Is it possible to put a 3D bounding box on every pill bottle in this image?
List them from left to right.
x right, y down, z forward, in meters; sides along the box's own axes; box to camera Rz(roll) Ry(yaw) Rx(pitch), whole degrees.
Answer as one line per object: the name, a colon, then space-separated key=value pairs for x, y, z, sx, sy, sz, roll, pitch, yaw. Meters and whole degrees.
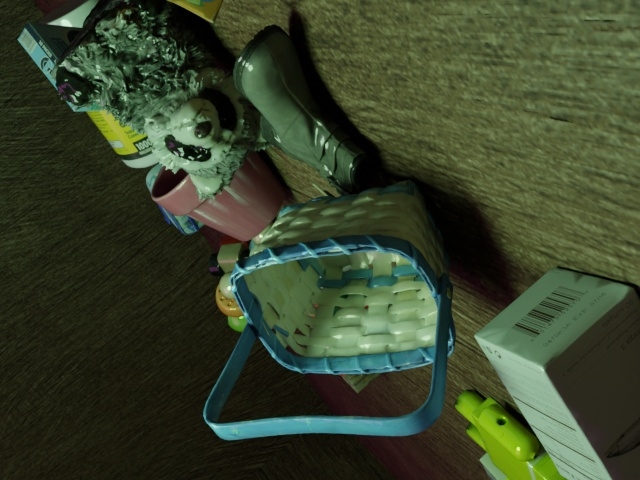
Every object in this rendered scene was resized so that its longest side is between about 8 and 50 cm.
pill bottle: x=-0.407 y=-0.327 z=1.506 sx=0.188 sy=0.188 sz=0.334 roll=34 pitch=160 yaw=55

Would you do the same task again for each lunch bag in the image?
lunch bag: x=-0.315 y=-0.121 z=1.804 sx=0.090 sy=0.176 sz=0.219 roll=45 pitch=166 yaw=30

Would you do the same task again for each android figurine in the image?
android figurine: x=0.315 y=0.344 z=1.129 sx=0.273 sy=0.056 sz=0.248 roll=42 pitch=165 yaw=45

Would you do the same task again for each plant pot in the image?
plant pot: x=-0.170 y=-0.100 z=1.330 sx=0.180 sy=0.201 sz=0.201 roll=40 pitch=174 yaw=-25

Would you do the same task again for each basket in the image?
basket: x=0.027 y=0.082 z=0.795 sx=0.255 sy=0.289 sz=0.201 roll=-7 pitch=126 yaw=29

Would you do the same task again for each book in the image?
book: x=0.360 y=0.466 z=1.377 sx=0.144 sy=0.035 sz=0.096 roll=42 pitch=168 yaw=41

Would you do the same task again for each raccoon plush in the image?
raccoon plush: x=-0.217 y=-0.271 z=1.179 sx=0.299 sy=0.216 sz=0.446 roll=41 pitch=-155 yaw=-27

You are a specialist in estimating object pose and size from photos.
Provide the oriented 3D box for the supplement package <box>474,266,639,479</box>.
supplement package: x=0.237 y=0.130 z=0.645 sx=0.179 sy=0.105 sz=0.105 roll=55 pitch=168 yaw=-18

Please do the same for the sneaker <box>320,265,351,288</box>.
sneaker: x=0.000 y=0.000 z=1.207 sx=0.104 sy=0.095 sz=0.236 roll=56 pitch=171 yaw=15

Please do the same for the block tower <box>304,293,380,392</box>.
block tower: x=0.047 y=0.206 z=1.626 sx=0.091 sy=0.097 sz=0.335 roll=41 pitch=163 yaw=39

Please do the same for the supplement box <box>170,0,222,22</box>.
supplement box: x=-0.196 y=-0.341 z=0.891 sx=0.078 sy=0.080 sz=0.233 roll=14 pitch=-157 yaw=-48

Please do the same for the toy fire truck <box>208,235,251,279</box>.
toy fire truck: x=-0.178 y=0.027 z=1.897 sx=0.159 sy=0.246 sz=0.217 roll=-5 pitch=139 yaw=25

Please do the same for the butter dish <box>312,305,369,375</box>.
butter dish: x=0.055 y=0.203 z=1.414 sx=0.160 sy=0.118 sz=0.160 roll=-5 pitch=132 yaw=32

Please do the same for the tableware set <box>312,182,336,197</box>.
tableware set: x=0.049 y=-0.020 z=0.977 sx=0.104 sy=0.024 sz=0.154 roll=43 pitch=-171 yaw=31

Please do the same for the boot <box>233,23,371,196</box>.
boot: x=-0.004 y=-0.137 z=0.867 sx=0.161 sy=0.083 sz=0.246 roll=40 pitch=171 yaw=18

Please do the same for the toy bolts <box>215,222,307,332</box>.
toy bolts: x=-0.107 y=0.071 z=1.626 sx=0.218 sy=0.228 sz=0.158 roll=5 pitch=149 yaw=11

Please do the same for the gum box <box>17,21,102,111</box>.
gum box: x=-0.373 y=-0.282 z=1.222 sx=0.157 sy=0.041 sz=0.184 roll=50 pitch=-152 yaw=9
